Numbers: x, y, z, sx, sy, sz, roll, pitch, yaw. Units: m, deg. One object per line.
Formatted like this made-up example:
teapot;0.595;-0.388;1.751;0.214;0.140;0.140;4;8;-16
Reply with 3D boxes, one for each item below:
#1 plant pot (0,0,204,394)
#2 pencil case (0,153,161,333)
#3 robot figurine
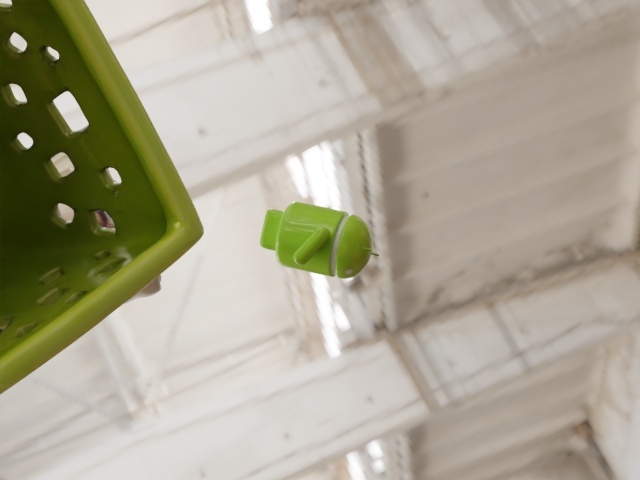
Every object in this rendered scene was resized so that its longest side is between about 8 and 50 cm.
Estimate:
plant pot;-0.246;-0.029;0.907;0.207;0.227;0.228;-14;18;49
pencil case;-0.342;0.048;1.371;0.410;0.160;0.183;-26;-42;-2
robot figurine;0.000;0.000;1.509;0.115;0.067;0.101;12;-2;14
